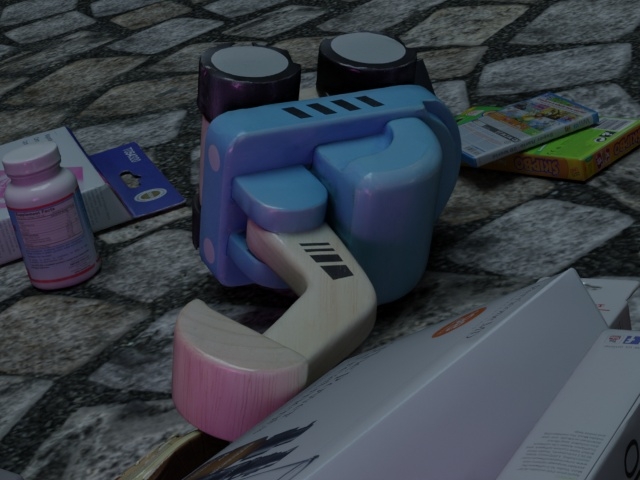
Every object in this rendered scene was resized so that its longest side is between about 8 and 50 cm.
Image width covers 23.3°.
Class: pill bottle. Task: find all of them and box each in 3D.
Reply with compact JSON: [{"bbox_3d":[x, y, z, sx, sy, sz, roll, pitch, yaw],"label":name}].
[{"bbox_3d":[-0.317,-0.030,1.805,0.087,0.160,0.087,-11,22,5],"label":"pill bottle"}]

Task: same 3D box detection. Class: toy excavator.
[{"bbox_3d":[-0.002,-0.007,1.500,0.433,0.222,0.445,-12,34,-27],"label":"toy excavator"}]

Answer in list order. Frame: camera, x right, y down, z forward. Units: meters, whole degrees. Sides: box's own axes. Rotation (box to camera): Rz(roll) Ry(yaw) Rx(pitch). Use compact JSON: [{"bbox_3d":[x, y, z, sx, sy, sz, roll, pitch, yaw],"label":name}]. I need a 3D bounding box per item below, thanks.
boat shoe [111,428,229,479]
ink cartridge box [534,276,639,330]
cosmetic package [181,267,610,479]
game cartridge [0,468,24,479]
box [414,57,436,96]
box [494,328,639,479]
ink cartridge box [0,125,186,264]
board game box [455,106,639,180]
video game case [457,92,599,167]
[{"bbox_3d":[-0.140,0.200,1.298,0.048,0.056,0.153,15,43,42],"label":"boat shoe"},{"bbox_3d":[0.202,0.099,1.332,0.104,0.060,0.180,2,27,35],"label":"ink cartridge box"},{"bbox_3d":[0.002,0.174,1.083,0.377,0.097,0.284,-33,6,-40],"label":"cosmetic package"},{"bbox_3d":[-0.436,0.245,1.357,0.355,0.068,0.230,8,27,43],"label":"game cartridge"},{"bbox_3d":[0.043,-0.155,1.951,0.156,0.093,0.158,-26,12,-26],"label":"box"},{"bbox_3d":[0.141,0.224,0.843,0.058,0.232,0.322,1,27,33],"label":"box"},{"bbox_3d":[-0.376,-0.070,2.060,0.330,0.071,0.324,-20,23,-13],"label":"ink cartridge box"},{"bbox_3d":[0.246,-0.120,1.865,0.259,0.039,0.124,14,34,44],"label":"board game box"},{"bbox_3d":[0.230,-0.133,1.844,0.166,0.015,0.119,-21,23,-14],"label":"video game case"}]
